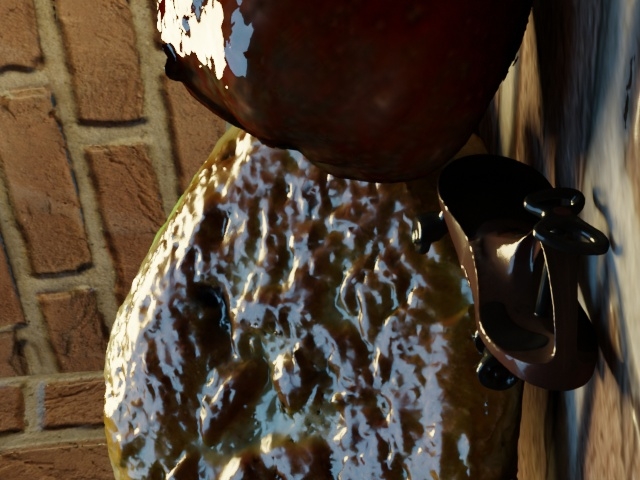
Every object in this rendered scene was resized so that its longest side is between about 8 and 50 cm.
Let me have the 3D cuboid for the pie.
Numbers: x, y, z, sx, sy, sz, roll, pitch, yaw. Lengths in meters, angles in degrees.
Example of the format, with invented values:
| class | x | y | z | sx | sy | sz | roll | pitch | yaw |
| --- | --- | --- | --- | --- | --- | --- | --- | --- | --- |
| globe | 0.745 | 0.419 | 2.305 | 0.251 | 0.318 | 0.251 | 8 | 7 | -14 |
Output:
| class | x | y | z | sx | sy | sz | roll | pitch | yaw |
| --- | --- | --- | --- | --- | --- | --- | --- | --- | --- |
| pie | -0.008 | 0.073 | 0.801 | 0.092 | 0.315 | 0.315 | 8 | -107 | -49 |

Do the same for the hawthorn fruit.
| class | x | y | z | sx | sy | sz | roll | pitch | yaw |
| --- | --- | --- | --- | --- | --- | --- | --- | --- | --- |
| hawthorn fruit | 0.030 | -0.142 | 0.677 | 0.235 | 0.181 | 0.181 | -63 | 10 | 15 |

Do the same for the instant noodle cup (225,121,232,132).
| class | x | y | z | sx | sy | sz | roll | pitch | yaw |
| --- | --- | --- | --- | --- | --- | --- | --- | --- | --- |
| instant noodle cup | 0.006 | -0.039 | 1.431 | 0.302 | 0.182 | 0.258 | -95 | 0 | -57 |

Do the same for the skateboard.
| class | x | y | z | sx | sy | sz | roll | pitch | yaw |
| --- | --- | --- | --- | --- | --- | --- | --- | --- | --- |
| skateboard | 0.089 | 0.004 | 0.636 | 0.151 | 0.067 | 0.080 | -106 | 20 | -58 |

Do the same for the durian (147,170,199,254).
| class | x | y | z | sx | sy | sz | roll | pitch | yaw |
| --- | --- | --- | --- | --- | --- | --- | --- | --- | --- |
| durian | 0.000 | 0.000 | 1.028 | 0.339 | 0.204 | 0.256 | -51 | -8 | 29 |
